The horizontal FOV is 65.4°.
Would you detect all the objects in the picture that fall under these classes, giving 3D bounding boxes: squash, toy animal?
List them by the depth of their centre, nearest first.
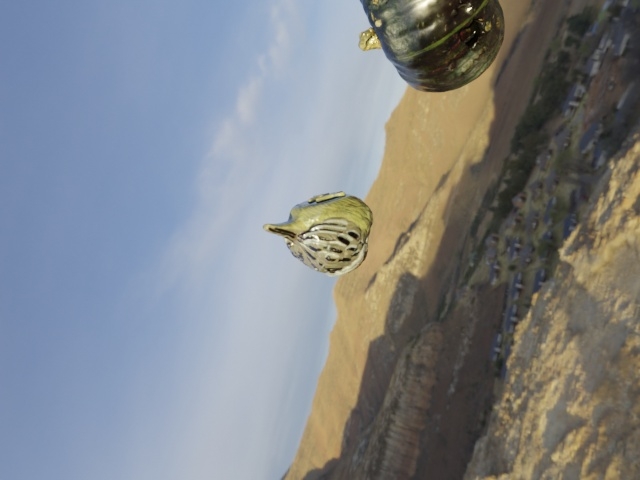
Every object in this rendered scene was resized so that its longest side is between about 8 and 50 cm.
[{"bbox_3d":[0.000,0.000,0.547,0.137,0.098,0.098,-24,-45,-40],"label":"toy animal"},{"bbox_3d":[0.123,-0.263,0.558,0.156,0.193,0.193,-37,22,45],"label":"squash"}]
